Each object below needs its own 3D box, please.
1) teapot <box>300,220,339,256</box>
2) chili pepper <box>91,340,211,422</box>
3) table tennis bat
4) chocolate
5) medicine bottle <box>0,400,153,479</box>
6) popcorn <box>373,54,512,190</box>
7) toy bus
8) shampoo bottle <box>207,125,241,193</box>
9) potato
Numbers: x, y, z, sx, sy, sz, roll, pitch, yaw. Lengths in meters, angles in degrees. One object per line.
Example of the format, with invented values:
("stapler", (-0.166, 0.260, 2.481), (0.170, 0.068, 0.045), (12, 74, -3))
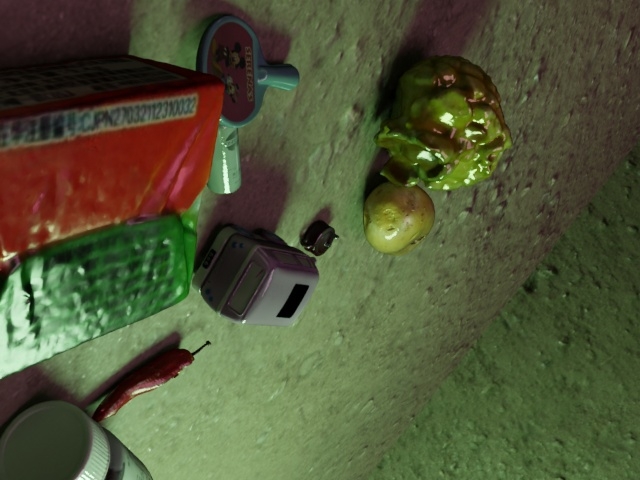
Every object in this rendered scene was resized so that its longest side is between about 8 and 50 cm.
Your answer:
("teapot", (0.000, 0.000, 1.655), (0.100, 0.045, 0.068), (-20, 134, -50))
("chili pepper", (-0.286, 0.231, 1.440), (0.268, 0.059, 0.050), (-30, 104, -37))
("table tennis bat", (-0.103, -0.238, 1.216), (0.244, 0.040, 0.153), (-14, 106, -61))
("chocolate", (-0.305, -0.038, 0.995), (0.360, 0.161, 0.341), (-23, 138, -48))
("medicine bottle", (-0.371, 0.368, 1.316), (0.165, 0.165, 0.273), (-46, 150, -20))
("popcorn", (0.230, -0.215, 1.620), (0.258, 0.224, 0.270), (9, 121, -43))
("toy bus", (-0.103, 0.067, 1.453), (0.202, 0.142, 0.142), (13, 108, -61))
("shampoo bottle", (-0.148, -0.156, 1.240), (0.056, 0.056, 0.195), (-39, 148, -31))
("potato", (0.164, -0.049, 1.770), (0.150, 0.146, 0.234), (-13, 169, 11))
